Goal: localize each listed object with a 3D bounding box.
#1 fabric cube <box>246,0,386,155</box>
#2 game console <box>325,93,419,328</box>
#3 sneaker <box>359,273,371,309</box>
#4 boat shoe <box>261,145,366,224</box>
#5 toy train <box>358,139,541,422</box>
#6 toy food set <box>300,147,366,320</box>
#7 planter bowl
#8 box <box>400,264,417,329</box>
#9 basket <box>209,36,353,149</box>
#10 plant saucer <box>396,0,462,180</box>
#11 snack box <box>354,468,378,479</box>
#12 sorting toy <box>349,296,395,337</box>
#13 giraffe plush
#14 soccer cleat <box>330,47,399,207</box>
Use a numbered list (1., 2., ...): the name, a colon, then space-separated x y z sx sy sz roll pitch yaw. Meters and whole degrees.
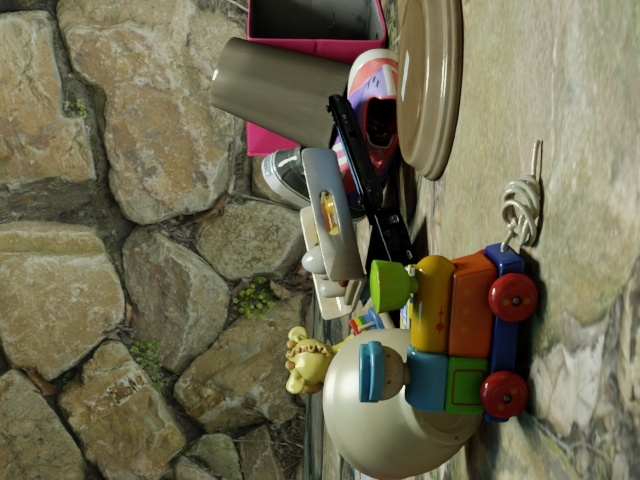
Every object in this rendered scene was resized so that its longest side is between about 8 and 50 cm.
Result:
1. fabric cube: -0.016 -0.338 1.795 0.254 0.259 0.258 -94 6 -52
2. game console: 0.073 -0.045 1.359 0.213 0.044 0.361 93 162 -67
3. sneaker: 0.084 0.099 1.612 0.162 0.063 0.073 121 147 -82
4. boat shoe: 0.022 -0.112 1.737 0.306 0.105 0.113 29 -131 -48
5. toy train: 0.107 0.033 0.788 0.105 0.143 0.248 -108 19 -76
6. toy food set: 0.000 0.000 1.534 0.306 0.092 0.219 101 157 -73
7. planter bowl: 0.099 0.163 0.934 0.109 0.162 0.162 -25 61 56
8. box: 0.127 0.114 1.099 0.059 0.054 0.168 131 141 -83
9. basket: -0.065 -0.258 1.583 0.204 0.227 0.154 96 -165 -67
10. plant saucer: 0.136 -0.217 1.187 0.278 0.041 0.277 -179 90 -86
11. snack box: 0.084 0.459 1.643 0.100 0.037 0.141 101 169 -73
12. sorting toy: 0.085 0.160 1.365 0.274 0.046 0.132 106 141 -75
13. giraffe plush: 0.018 0.245 1.707 0.181 0.171 0.210 -98 10 -65
14. soccer cleat: 0.081 -0.156 1.492 0.318 0.109 0.116 99 167 -45
